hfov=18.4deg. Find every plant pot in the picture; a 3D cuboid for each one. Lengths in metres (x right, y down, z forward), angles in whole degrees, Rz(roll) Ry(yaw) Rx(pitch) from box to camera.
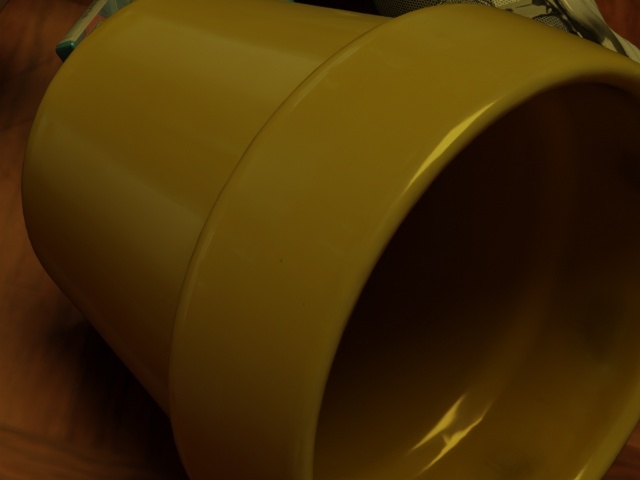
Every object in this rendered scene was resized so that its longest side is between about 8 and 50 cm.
[{"bbox_3d":[0.000,0.000,0.876,0.254,0.254,0.239,-25,41,-38],"label":"plant pot"}]

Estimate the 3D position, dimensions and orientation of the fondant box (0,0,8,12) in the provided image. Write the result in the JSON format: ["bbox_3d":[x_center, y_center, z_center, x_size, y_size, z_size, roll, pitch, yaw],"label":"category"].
[{"bbox_3d":[-0.276,-0.233,0.949,0.330,0.238,0.096,27,37,-22],"label":"fondant box"}]

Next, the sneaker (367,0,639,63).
[{"bbox_3d":[0.101,-0.068,1.038,0.268,0.101,0.153,43,37,6],"label":"sneaker"}]

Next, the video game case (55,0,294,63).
[{"bbox_3d":[-0.067,-0.105,1.054,0.119,0.015,0.166,55,42,-25],"label":"video game case"}]
